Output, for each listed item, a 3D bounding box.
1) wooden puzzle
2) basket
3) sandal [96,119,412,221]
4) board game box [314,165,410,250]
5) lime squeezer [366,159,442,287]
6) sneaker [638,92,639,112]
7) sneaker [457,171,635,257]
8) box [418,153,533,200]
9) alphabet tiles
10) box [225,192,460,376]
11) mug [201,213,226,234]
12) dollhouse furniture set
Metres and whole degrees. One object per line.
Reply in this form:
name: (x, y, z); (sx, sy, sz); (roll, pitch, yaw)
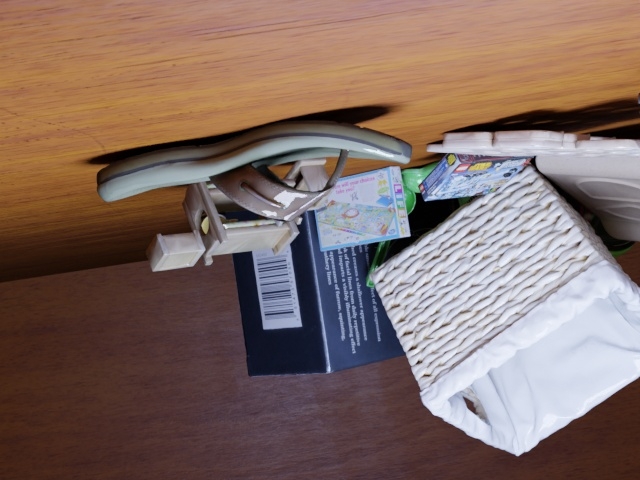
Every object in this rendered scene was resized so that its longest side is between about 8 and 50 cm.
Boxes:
wooden puzzle: (0.522, -0.077, 1.528); (0.322, 0.081, 0.348); (7, 165, 34)
basket: (0.309, 0.107, 1.587); (0.331, 0.266, 0.328); (-37, 143, 16)
sandal: (-0.060, -0.055, 0.983); (0.302, 0.086, 0.120); (-9, 178, 14)
board game box: (0.057, -0.045, 1.551); (0.154, 0.103, 0.026); (-10, 178, 41)
lime squeezer: (0.133, -0.064, 1.585); (0.059, 0.110, 0.310); (25, 135, -11)
sneaker: (0.406, -0.129, 0.943); (0.225, 0.088, 0.092); (-8, 177, -18)
sneaker: (0.417, -0.081, 1.807); (0.482, 0.185, 0.202); (-2, 144, -41)
box: (0.213, -0.095, 1.436); (0.137, 0.027, 0.094); (-7, 154, -34)
alphabet tiles: (0.281, -0.114, 1.249); (0.284, 0.021, 0.278); (-1, -176, -45)
box: (0.064, 0.059, 1.825); (0.395, 0.294, 0.212); (-6, 177, -43)
mug: (-0.181, -0.027, 1.905); (0.062, 0.078, 0.064); (-44, 174, 20)
dollhouse furniture set: (-0.107, -0.055, 1.249); (0.182, 0.101, 0.161); (-7, 153, -36)
